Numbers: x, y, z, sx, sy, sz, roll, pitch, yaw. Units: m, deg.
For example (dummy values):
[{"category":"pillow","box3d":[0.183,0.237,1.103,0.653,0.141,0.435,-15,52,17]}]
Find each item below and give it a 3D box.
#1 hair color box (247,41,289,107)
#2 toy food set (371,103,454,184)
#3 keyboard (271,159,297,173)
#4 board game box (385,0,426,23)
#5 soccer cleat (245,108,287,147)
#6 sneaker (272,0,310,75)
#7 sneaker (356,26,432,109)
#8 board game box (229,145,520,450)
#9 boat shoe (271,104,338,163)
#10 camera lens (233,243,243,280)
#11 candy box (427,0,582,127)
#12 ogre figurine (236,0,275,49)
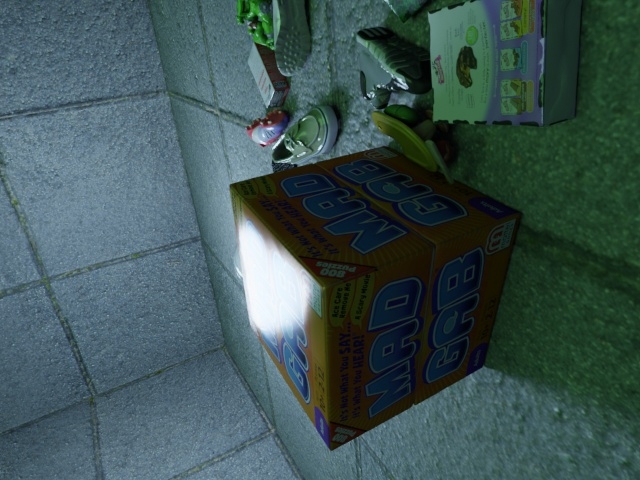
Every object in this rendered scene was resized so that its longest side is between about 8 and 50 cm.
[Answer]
[{"category":"hair color box","box3d":[-0.154,-0.488,1.312,0.167,0.054,0.093,69,155,10]},{"category":"toy food set","box3d":[0.181,-0.191,0.795,0.128,0.071,0.218,43,-176,-39]},{"category":"keyboard","box3d":[-0.128,-0.237,1.452,0.192,0.038,0.100,-16,92,67]},{"category":"board game box","box3d":[0.156,-0.443,0.644,0.136,0.030,0.260,43,159,-12]},{"category":"soccer cleat","box3d":[-0.155,-0.348,1.405,0.095,0.083,0.248,49,160,-25]},{"category":"sneaker","box3d":[-0.078,-0.533,1.104,0.094,0.090,0.234,-119,27,-53]},{"category":"sneaker","box3d":[0.134,-0.290,0.820,0.132,0.086,0.228,91,160,-45]},{"category":"board game box","box3d":[0.078,0.074,0.844,0.356,0.357,0.355,42,143,48]},{"category":"boat shoe","box3d":[-0.048,-0.263,1.191,0.302,0.094,0.109,-27,82,66]},{"category":"camera lens","box3d":[-0.179,0.039,1.529,0.219,0.220,0.274,66,155,14]},{"category":"candy box","box3d":[0.243,-0.247,0.616,0.196,0.070,0.164,27,131,57]},{"category":"ogre figurine","box3d":[-0.178,-0.617,1.224,0.118,0.097,0.196,88,165,-57]}]
